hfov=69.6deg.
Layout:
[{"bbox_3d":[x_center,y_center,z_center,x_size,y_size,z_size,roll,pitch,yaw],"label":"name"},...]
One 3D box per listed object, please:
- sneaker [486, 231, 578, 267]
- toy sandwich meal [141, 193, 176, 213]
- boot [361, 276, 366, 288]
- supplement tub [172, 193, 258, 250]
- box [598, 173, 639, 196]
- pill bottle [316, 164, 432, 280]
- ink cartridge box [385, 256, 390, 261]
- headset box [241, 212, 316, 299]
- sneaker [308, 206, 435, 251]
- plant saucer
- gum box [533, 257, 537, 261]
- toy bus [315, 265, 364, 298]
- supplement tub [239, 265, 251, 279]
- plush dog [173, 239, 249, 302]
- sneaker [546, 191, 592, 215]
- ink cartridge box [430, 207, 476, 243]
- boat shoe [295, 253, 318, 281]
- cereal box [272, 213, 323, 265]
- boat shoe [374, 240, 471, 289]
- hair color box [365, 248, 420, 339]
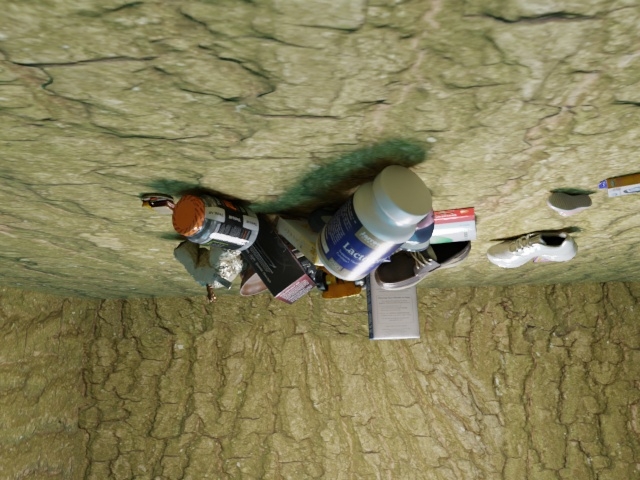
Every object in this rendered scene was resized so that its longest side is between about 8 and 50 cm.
[{"bbox_3d":[0.739,0.017,1.632,0.297,0.110,0.129,-12,149,26],"label":"sneaker"},{"bbox_3d":[-0.383,-0.085,1.091,0.086,0.029,0.085,-2,168,0],"label":"toy sandwich meal"},{"bbox_3d":[0.258,0.166,2.128,0.378,0.138,0.284,-15,163,29],"label":"boot"},{"bbox_3d":[-0.249,-0.043,1.103,0.117,0.116,0.190,-10,166,32],"label":"supplement tub"},{"bbox_3d":[0.722,-0.130,1.063,0.136,0.028,0.081,-12,165,32],"label":"box"},{"bbox_3d":[0.111,-0.034,0.999,0.153,0.153,0.264,5,147,-29],"label":"pill bottle"},{"bbox_3d":[0.137,0.036,1.574,0.207,0.097,0.046,-10,165,36],"label":"ink cartridge box"},{"bbox_3d":[-0.130,0.059,1.322,0.110,0.218,0.293,-37,168,-3],"label":"headset box"},{"bbox_3d":[0.130,-0.065,1.165,0.320,0.112,0.131,7,132,1],"label":"sneaker"},{"bbox_3d":[-0.156,0.091,1.630,0.311,0.050,0.310,-31,164,-10],"label":"plant saucer"},{"bbox_3d":[0.890,0.040,1.786,0.107,0.062,0.188,-5,167,16],"label":"gum box"},{"bbox_3d":[0.065,0.072,1.474,0.150,0.220,0.211,-9,173,10],"label":"toy bus"},{"bbox_3d":[-0.235,0.122,1.895,0.198,0.105,0.106,-12,164,41],"label":"supplement tub"},{"bbox_3d":[-0.317,0.073,1.533,0.263,0.210,0.225,-9,-170,28],"label":"plush dog"},{"bbox_3d":[0.618,-0.088,1.179,0.135,0.050,0.070,-2,163,-20],"label":"sneaker"},{"bbox_3d":[0.372,-0.038,1.380,0.181,0.056,0.225,-6,169,17],"label":"ink cartridge box"},{"bbox_3d":[-0.033,0.111,1.635,0.127,0.113,0.340,-41,163,29],"label":"boat shoe"},{"bbox_3d":[0.000,0.000,1.217,0.173,0.047,0.240,7,-159,-36],"label":"cereal box"},{"bbox_3d":[0.345,0.053,1.550,0.356,0.132,0.130,-23,156,-11],"label":"boat shoe"},{"bbox_3d":[0.265,0.194,1.732,0.174,0.346,0.105,-1,167,-4],"label":"hair color box"}]
